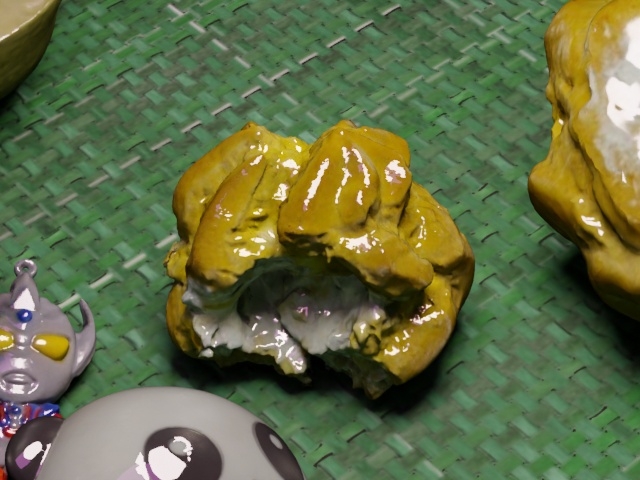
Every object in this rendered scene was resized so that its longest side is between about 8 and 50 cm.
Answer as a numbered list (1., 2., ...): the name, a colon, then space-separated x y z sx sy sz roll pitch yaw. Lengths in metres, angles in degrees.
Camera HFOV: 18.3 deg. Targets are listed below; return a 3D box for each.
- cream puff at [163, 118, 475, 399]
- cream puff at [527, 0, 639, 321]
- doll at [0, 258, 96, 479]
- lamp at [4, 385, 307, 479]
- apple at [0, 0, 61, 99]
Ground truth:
1. cream puff: 0.001 -0.004 1.414 0.221 0.195 0.195 7 47 5
2. cream puff: 0.307 -0.050 1.428 0.274 0.270 0.323 -50 55 4
3. doll: -0.216 0.094 1.406 0.104 0.062 0.195 -6 54 6
4. lamp: -0.085 0.204 1.217 0.198 0.198 0.244 -20 62 -16
5. apple: -0.366 -0.230 1.576 0.360 0.320 0.311 2 7 -4
